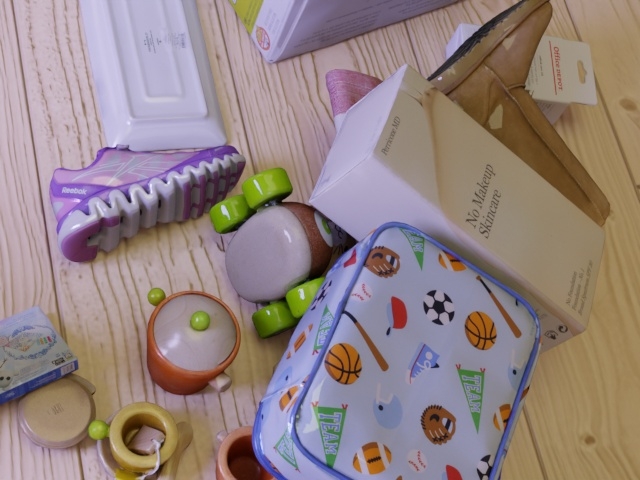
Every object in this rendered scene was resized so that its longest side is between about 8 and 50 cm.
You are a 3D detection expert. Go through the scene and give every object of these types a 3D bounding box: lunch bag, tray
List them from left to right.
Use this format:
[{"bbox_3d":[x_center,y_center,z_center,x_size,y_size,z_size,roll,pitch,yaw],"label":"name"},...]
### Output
[{"bbox_3d":[-0.202,-0.229,1.528,0.145,0.030,0.270,-5,64,-21],"label":"tray"},{"bbox_3d":[0.084,0.151,1.242,0.243,0.115,0.303,34,58,-12],"label":"lunch bag"}]

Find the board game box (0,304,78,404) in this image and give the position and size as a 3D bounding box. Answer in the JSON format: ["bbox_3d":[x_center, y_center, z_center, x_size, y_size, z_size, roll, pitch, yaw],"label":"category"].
[{"bbox_3d":[-0.306,0.115,1.294,0.090,0.020,0.090,-23,51,-26],"label":"board game box"}]

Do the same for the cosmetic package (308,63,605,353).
[{"bbox_3d":[0.154,-0.025,1.381,0.309,0.113,0.160,38,46,-18],"label":"cosmetic package"}]

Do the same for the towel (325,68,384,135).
[{"bbox_3d":[0.127,-0.034,1.467,0.237,0.037,0.329,11,57,-38],"label":"towel"}]

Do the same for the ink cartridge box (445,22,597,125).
[{"bbox_3d":[0.257,-0.210,1.641,0.180,0.060,0.104,7,62,-14],"label":"ink cartridge box"}]

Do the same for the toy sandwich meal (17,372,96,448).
[{"bbox_3d":[-0.265,0.172,1.288,0.085,0.029,0.086,6,63,-12],"label":"toy sandwich meal"}]

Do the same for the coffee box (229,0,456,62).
[{"bbox_3d":[0.034,-0.485,1.560,0.337,0.338,0.334,-23,70,-27],"label":"coffee box"}]

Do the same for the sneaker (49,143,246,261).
[{"bbox_3d":[-0.197,-0.068,1.408,0.236,0.095,0.105,-22,63,-25],"label":"sneaker"}]

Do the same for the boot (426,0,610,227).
[{"bbox_3d":[0.264,-0.138,1.548,0.236,0.089,0.269,-43,102,-25],"label":"boot"}]

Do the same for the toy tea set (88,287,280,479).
[{"bbox_3d":[-0.054,0.173,1.295,0.336,0.124,0.200,17,58,-8],"label":"toy tea set"}]

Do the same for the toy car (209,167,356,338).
[{"bbox_3d":[0.000,0.000,1.409,0.188,0.149,0.155,-16,80,-37],"label":"toy car"}]
